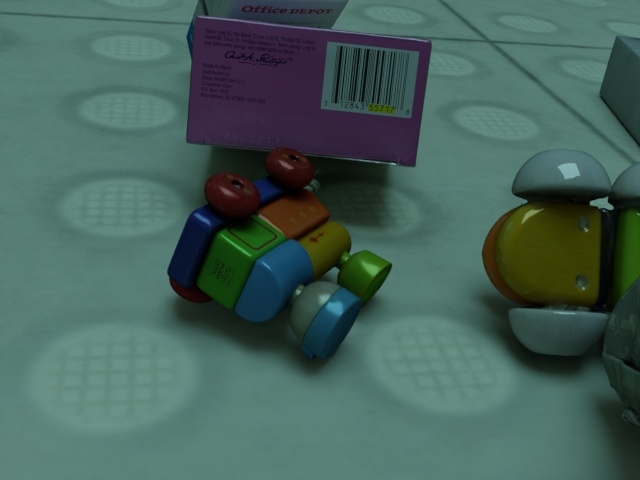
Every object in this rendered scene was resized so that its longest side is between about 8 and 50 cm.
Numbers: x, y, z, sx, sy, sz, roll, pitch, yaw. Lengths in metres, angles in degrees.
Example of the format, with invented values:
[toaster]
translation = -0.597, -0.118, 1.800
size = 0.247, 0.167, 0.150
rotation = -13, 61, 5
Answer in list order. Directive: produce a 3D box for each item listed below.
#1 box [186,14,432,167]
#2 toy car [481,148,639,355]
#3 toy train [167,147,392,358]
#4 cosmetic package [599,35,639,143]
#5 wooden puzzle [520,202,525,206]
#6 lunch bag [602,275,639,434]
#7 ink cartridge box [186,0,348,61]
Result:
[box]
translation = -0.013, -0.157, 0.805
size = 0.214, 0.117, 0.243
rotation = 6, 11, -2
[toy car]
translation = 0.223, 0.016, 0.637
size = 0.182, 0.159, 0.136
rotation = 5, -6, -4
[toy train]
translation = 0.000, 0.000, 0.648
size = 0.143, 0.105, 0.248
rotation = 35, 30, 13
[cosmetic package]
translation = 0.488, -0.201, 1.074
size = 0.127, 0.107, 0.238
rotation = 7, 28, 0
[wooden puzzle]
translation = 0.256, -0.004, 0.777
size = 0.079, 0.014, 0.116
rotation = 0, 31, -20
[lunch bag]
translation = 0.297, 0.061, 0.399
size = 0.256, 0.212, 0.305
rotation = -15, -2, 11
[ink cartridge box]
translation = -0.073, -0.280, 0.977
size = 0.148, 0.203, 0.085
rotation = -7, 74, -22
